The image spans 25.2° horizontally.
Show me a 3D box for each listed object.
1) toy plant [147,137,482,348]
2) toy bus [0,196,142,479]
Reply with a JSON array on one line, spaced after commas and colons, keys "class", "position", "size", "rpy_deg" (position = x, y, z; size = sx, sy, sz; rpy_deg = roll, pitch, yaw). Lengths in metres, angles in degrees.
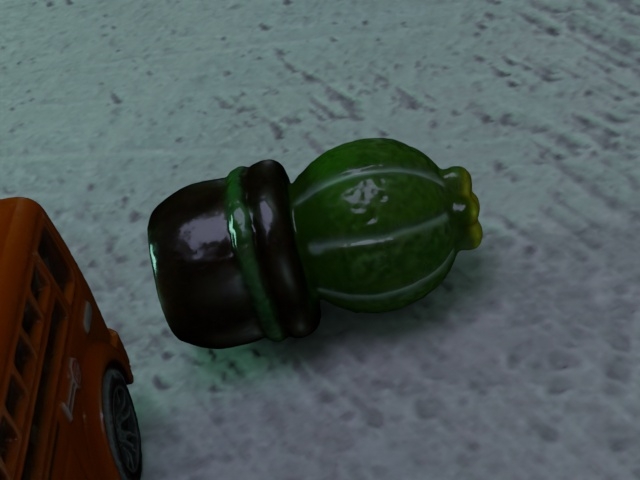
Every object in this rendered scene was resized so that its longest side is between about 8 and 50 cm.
[{"class": "toy plant", "position": [0.000, 0.000, 0.715], "size": [0.162, 0.092, 0.092], "rpy_deg": [-13, 36, 2]}, {"class": "toy bus", "position": [-0.161, 0.129, 0.557], "size": [0.143, 0.153, 0.329], "rpy_deg": [-11, 36, 7]}]
